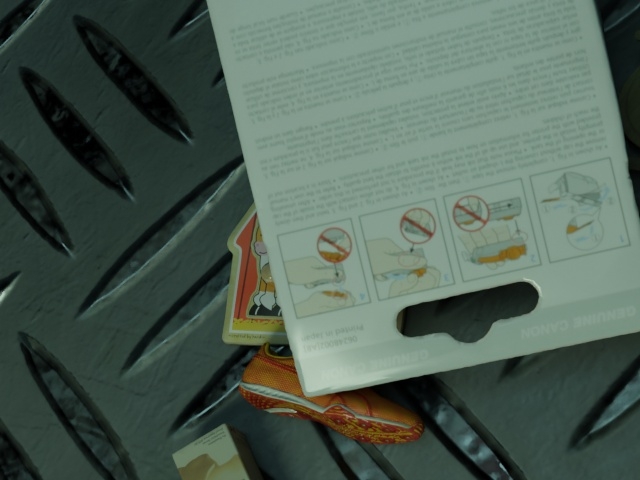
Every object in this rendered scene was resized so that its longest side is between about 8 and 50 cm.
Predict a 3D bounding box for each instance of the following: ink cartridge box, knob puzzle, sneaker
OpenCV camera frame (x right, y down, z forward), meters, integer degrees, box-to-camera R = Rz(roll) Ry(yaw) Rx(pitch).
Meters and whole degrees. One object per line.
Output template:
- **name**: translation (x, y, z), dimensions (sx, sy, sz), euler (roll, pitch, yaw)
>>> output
- **ink cartridge box**: translation (0.093, -0.090, 1.181), dimensions (0.308, 0.091, 0.384), euler (-13, 92, 13)
- **knob puzzle**: translation (0.000, 0.000, 1.292), dimensions (0.213, 0.030, 0.213), euler (-8, 67, 20)
- **sneaker**: translation (0.011, 0.127, 1.222), dimensions (0.175, 0.064, 0.067), euler (17, 68, 24)

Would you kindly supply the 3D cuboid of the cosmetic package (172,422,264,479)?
- **cosmetic package**: translation (-0.077, 0.223, 1.231), dimensions (0.060, 0.041, 0.115), euler (-33, 61, 8)

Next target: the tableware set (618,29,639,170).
- **tableware set**: translation (0.345, -0.108, 1.187), dimensions (0.194, 0.039, 0.128), euler (8, 86, 31)
